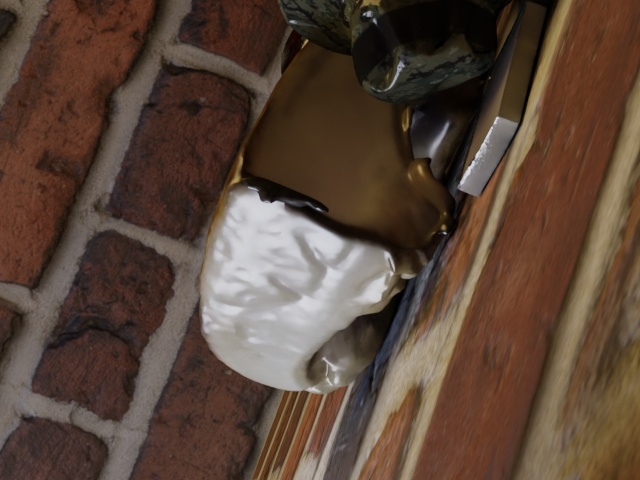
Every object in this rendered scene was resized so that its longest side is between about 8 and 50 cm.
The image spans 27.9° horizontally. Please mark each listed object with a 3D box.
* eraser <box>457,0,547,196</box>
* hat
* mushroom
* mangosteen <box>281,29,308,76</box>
[{"bbox_3d":[0.159,-0.124,1.118,0.104,0.023,0.150,113,177,-52],"label":"eraser"},{"bbox_3d":[0.088,-0.195,1.148,0.265,0.265,0.128,114,149,-63],"label":"hat"},{"bbox_3d":[0.005,-0.022,1.392,0.397,0.224,0.314,112,176,-52],"label":"mushroom"},{"bbox_3d":[0.069,-0.312,2.333,0.288,0.288,0.288,-159,90,-88],"label":"mangosteen"}]
